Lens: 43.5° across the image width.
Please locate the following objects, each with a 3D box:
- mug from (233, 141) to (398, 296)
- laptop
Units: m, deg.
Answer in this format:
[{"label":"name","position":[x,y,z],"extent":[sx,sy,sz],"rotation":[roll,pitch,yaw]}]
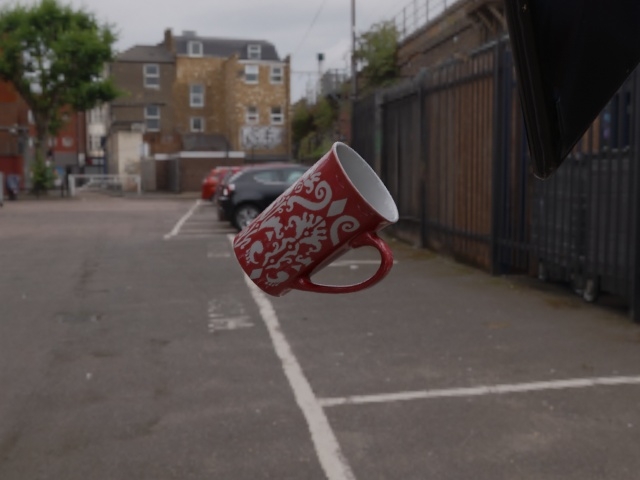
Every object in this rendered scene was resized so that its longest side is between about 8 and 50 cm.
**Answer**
[{"label":"mug","position":[-0.007,-0.006,0.914],"extent":[0.169,0.150,0.113],"rotation":[-37,-46,20]},{"label":"laptop","position":[0.136,-0.329,0.611],"extent":[0.236,0.382,0.408],"rotation":[14,49,40]}]
